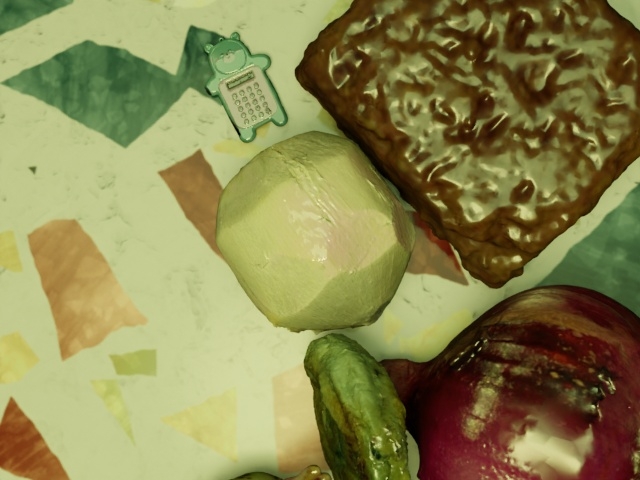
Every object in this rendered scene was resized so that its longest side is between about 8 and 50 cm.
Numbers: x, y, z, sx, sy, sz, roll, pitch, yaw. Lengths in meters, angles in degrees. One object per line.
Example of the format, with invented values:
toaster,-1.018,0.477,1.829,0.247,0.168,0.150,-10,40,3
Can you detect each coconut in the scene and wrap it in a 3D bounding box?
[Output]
coconut,-0.002,0.001,1.214,0.227,0.227,0.230,-34,80,0

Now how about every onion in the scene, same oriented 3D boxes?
onion,0.213,0.211,1.181,0.385,0.347,0.348,13,88,36

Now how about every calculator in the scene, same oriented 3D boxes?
calculator,-0.100,-0.201,1.326,0.094,0.019,0.141,-26,87,3

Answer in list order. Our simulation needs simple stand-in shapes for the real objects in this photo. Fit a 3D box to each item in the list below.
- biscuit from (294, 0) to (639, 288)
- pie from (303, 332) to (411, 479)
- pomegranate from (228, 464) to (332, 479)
biscuit,0.202,-0.189,1.245,0.342,0.166,0.395,-44,86,-2
pie,0.046,0.242,1.182,0.078,0.277,0.277,-14,87,-12
pomegranate,-0.049,0.353,1.199,0.214,0.214,0.248,34,116,3
